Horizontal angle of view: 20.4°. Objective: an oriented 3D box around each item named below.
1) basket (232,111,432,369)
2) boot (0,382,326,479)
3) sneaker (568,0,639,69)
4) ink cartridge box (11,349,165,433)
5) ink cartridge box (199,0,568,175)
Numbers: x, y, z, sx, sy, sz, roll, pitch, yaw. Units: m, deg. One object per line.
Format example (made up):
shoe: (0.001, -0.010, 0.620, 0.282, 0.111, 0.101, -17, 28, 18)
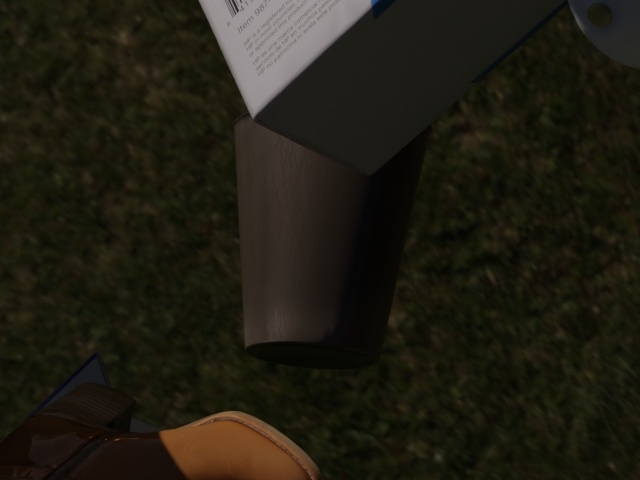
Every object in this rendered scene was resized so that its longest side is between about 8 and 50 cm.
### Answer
basket: (0.000, 0.000, 1.682, 0.204, 0.154, 0.227, -3, 73, 31)
boot: (-0.155, 0.222, 1.481, 0.283, 0.220, 0.109, 20, 123, 17)
sneaker: (0.209, -0.168, 0.755, 0.169, 0.292, 0.108, -24, 99, 46)
ink cartridge box: (-0.238, 0.317, 1.726, 0.303, 0.072, 0.307, -42, 51, 33)
ink cartridge box: (0.026, -0.303, 1.547, 0.285, 0.166, 0.395, -41, 51, 22)
